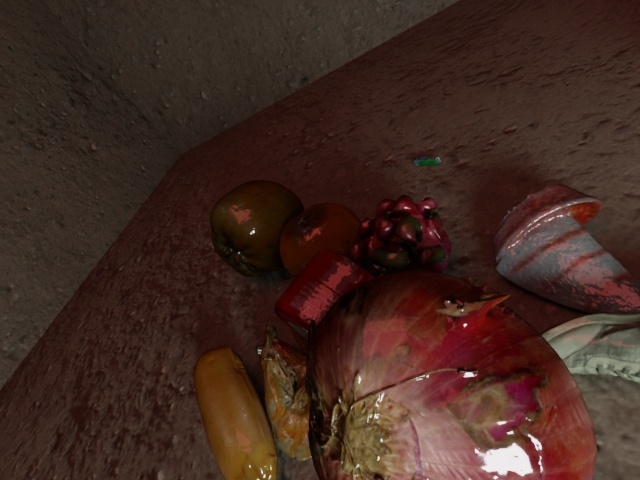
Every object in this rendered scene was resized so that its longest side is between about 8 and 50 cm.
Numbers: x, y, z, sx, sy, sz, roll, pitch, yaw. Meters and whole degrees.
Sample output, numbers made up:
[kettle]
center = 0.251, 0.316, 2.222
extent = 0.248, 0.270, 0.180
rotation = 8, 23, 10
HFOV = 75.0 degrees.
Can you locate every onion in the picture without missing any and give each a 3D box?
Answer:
[onion]
center = 0.132, 0.202, 0.508
extent = 0.353, 0.354, 0.354
rotation = -26, 33, 19

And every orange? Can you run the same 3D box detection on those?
[orange]
center = 0.000, 0.000, 1.054
extent = 0.223, 0.170, 0.224
rotation = -22, 39, 20

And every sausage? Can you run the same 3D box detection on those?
[sausage]
center = -0.172, 0.349, 0.828
extent = 0.134, 0.116, 0.354
rotation = -59, 33, 5

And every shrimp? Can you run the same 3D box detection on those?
[shrimp]
center = -0.057, 0.275, 0.821
extent = 0.154, 0.062, 0.294
rotation = -40, 50, 7

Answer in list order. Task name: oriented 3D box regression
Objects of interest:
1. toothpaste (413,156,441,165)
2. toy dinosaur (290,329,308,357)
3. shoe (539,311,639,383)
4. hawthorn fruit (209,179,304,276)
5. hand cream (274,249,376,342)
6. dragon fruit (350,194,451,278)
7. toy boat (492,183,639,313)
[toothpaste]
center = 0.302, -0.225, 1.185
extent = 0.017, 0.020, 0.083
rotation = -47, 32, -23
[toy dinosaur]
center = -0.017, 0.241, 0.891
extent = 0.126, 0.039, 0.162
rotation = -17, 39, 17
[shoe]
center = 0.413, 0.143, 0.524
extent = 0.274, 0.103, 0.098
rotation = -18, 38, 27
[hawthorn fruit]
center = -0.166, -0.052, 1.220
extent = 0.267, 0.268, 0.301
rotation = -3, 43, 43
[hand cream]
center = 0.036, 0.141, 0.791
extent = 0.230, 0.230, 0.149
rotation = 13, 59, 52
[dragon fruit]
center = 0.153, 0.007, 0.814
extent = 0.218, 0.273, 0.198
rotation = -42, 55, 4
[toy boat]
center = 0.421, 0.037, 0.693
extent = 0.206, 0.096, 0.282
rotation = -37, 43, 13
